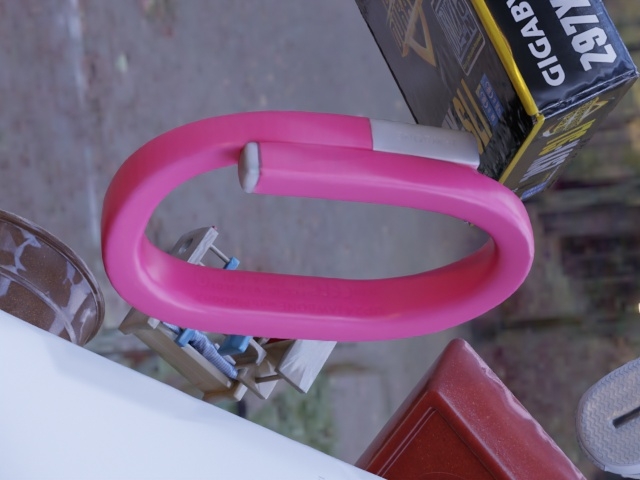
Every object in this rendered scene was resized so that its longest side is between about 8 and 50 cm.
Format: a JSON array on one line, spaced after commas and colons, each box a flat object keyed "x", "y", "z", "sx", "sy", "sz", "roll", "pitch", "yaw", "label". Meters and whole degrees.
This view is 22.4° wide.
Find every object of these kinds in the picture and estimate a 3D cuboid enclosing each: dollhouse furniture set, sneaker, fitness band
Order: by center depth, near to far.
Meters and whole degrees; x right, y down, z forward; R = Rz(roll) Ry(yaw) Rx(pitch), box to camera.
[{"x": 0.284, "y": 0.077, "z": 1.035, "sx": 0.091, "sy": 0.258, "sz": 0.094, "roll": 45, "pitch": 24, "yaw": -71, "label": "sneaker"}, {"x": 0.000, "y": 0.000, "z": 1.073, "sx": 0.209, "sy": 0.291, "sz": 0.054, "roll": 118, "pitch": -27, "yaw": -52, "label": "fitness band"}, {"x": -0.077, "y": 0.066, "z": 1.572, "sx": 0.129, "sy": 0.183, "sz": 0.129, "roll": 42, "pitch": 62, "yaw": -20, "label": "dollhouse furniture set"}]

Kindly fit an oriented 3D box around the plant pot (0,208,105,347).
[{"x": -0.254, "y": 0.089, "z": 1.120, "sx": 0.167, "sy": 0.167, "sz": 0.165, "roll": 75, "pitch": 24, "yaw": -46, "label": "plant pot"}]

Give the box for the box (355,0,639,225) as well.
[{"x": 0.095, "y": -0.165, "z": 1.101, "sx": 0.257, "sy": 0.079, "sz": 0.322, "roll": 63, "pitch": -7, "yaw": 8, "label": "box"}]

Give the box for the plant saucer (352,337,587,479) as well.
[{"x": 0.117, "y": 0.260, "z": 1.360, "sx": 0.048, "sy": 0.259, "sz": 0.258, "roll": -11, "pitch": 54, "yaw": -48, "label": "plant saucer"}]

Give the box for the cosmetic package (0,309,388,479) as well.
[{"x": -0.083, "y": 0.178, "z": 0.596, "sx": 0.138, "sy": 0.224, "sz": 0.224, "roll": -53, "pitch": -162, "yaw": 41, "label": "cosmetic package"}]
